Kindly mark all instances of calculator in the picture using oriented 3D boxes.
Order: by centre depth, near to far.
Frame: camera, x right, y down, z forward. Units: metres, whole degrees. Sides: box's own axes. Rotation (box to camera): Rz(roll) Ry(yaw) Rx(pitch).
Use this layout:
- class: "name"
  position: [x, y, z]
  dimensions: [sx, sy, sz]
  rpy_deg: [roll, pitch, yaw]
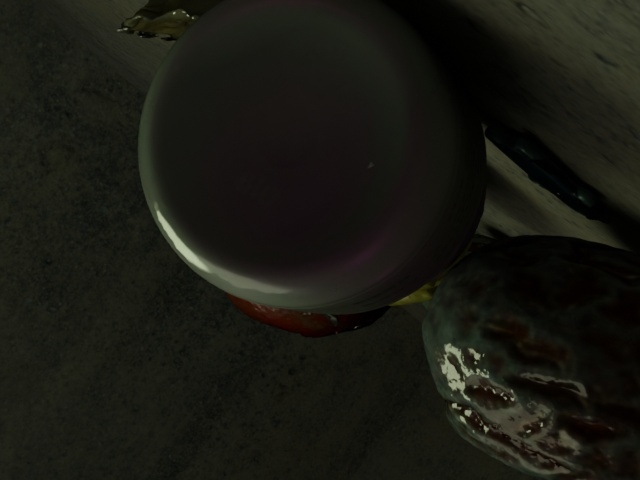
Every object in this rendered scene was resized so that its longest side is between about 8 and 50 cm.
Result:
- class: "calculator"
  position: [0.209, -0.057, 1.360]
  dimensions: [0.141, 0.019, 0.094]
  rpy_deg: [37, 177, -31]

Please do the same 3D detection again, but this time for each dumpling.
- class: "dumpling"
  position: [-0.128, -0.252, 1.581]
  dimensions: [0.166, 0.086, 0.332]
  rpy_deg: [5, 180, -7]

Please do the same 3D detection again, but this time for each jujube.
- class: "jujube"
  position: [0.245, 0.109, 1.375]
  dimensions: [0.308, 0.215, 0.246]
  rpy_deg: [16, -166, 6]

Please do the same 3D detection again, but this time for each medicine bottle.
- class: "medicine bottle"
  position: [0.014, -0.065, 1.269]
  dimensions: [0.256, 0.256, 0.325]
  rpy_deg: [36, -174, 15]

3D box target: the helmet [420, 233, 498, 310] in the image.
- class: "helmet"
  position: [0.209, 0.045, 1.917]
  dimensions: [0.177, 0.107, 0.153]
  rpy_deg: [0, 180, 2]

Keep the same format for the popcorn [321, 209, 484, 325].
- class: "popcorn"
  position: [0.046, -0.031, 1.639]
  dimensions: [0.249, 0.225, 0.249]
  rpy_deg: [41, 173, 6]

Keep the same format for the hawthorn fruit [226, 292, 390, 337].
- class: "hawthorn fruit"
  position: [-0.013, -0.006, 2.054]
  dimensions: [0.316, 0.316, 0.316]
  rpy_deg: [37, 176, 3]
